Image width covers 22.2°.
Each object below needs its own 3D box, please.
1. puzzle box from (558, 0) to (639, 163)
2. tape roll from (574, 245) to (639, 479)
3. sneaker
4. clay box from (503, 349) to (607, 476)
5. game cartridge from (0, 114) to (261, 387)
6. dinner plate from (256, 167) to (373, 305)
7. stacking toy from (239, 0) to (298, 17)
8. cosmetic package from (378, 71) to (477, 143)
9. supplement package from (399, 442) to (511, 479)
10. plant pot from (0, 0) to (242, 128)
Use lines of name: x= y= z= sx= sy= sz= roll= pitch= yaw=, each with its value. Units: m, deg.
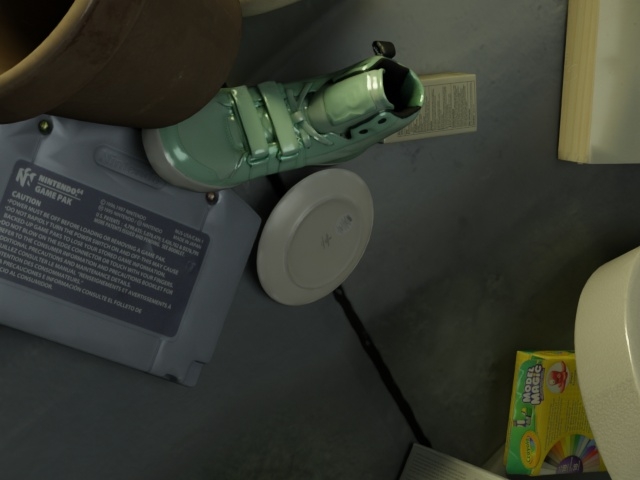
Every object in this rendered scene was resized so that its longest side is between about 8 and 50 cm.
puzzle box: x=0.435 y=-0.220 z=1.782 sx=0.409 sy=0.052 sz=0.272 roll=-2 pitch=99 yaw=-34
tape roll: x=0.411 y=0.184 z=1.697 sx=0.392 sy=0.072 sz=0.392 roll=30 pitch=45 yaw=-35
sneaker: x=-0.025 y=-0.114 z=1.405 sx=0.256 sy=0.151 sz=0.094 roll=-11 pitch=78 yaw=-44
clay box: x=0.278 y=0.182 z=1.743 sx=0.222 sy=0.053 sz=0.127 roll=3 pitch=96 yaw=-33
game cartridge: x=-0.196 y=-0.005 z=1.392 sx=0.294 sy=0.060 sz=0.196 roll=23 pitch=88 yaw=-35
dinner plate: x=0.000 y=0.000 z=1.521 sx=0.141 sy=0.017 sz=0.141 roll=-24 pitch=129 yaw=-34
stacking toy: x=-0.087 y=-0.359 z=1.354 sx=0.141 sy=0.141 sz=0.330 roll=-34 pitch=114 yaw=-25
cosmetic package: x=0.095 y=-0.129 z=1.573 sx=0.115 sy=0.041 sz=0.060 roll=-8 pitch=103 yaw=-33
supplement package: x=0.216 y=0.330 z=1.634 sx=0.262 sy=0.204 sz=0.145 roll=27 pitch=84 yaw=-35
plant pot: x=-0.181 y=-0.192 z=1.270 sx=0.229 sy=0.263 sz=0.263 roll=26 pitch=83 yaw=-51
